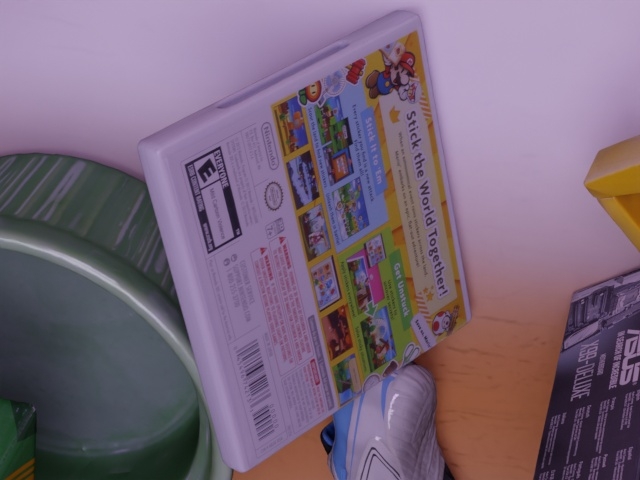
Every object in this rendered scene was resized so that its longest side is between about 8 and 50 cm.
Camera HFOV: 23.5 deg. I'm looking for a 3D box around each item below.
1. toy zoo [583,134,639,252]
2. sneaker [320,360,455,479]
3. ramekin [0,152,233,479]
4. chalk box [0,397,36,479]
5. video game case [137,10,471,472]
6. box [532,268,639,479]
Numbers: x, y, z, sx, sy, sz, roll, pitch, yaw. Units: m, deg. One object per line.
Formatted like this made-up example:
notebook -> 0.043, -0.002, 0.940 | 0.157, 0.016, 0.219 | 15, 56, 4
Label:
toy zoo -> 0.282, 0.012, 0.881 | 0.192, 0.030, 0.293 | -7, 135, 49
sneaker -> 0.047, 0.172, 1.102 | 0.086, 0.085, 0.237 | 19, 132, 34
ramekin -> -0.193, 0.088, 1.049 | 0.303, 0.148, 0.303 | 5, 121, 8
chalk box -> -0.297, 0.229, 0.893 | 0.180, 0.289, 0.179 | 12, 122, 4
video game case -> 0.000, 0.000, 0.947 | 0.026, 0.206, 0.227 | 21, 132, 47
box -> 0.222, 0.196, 0.939 | 0.076, 0.307, 0.242 | -22, 113, 29
